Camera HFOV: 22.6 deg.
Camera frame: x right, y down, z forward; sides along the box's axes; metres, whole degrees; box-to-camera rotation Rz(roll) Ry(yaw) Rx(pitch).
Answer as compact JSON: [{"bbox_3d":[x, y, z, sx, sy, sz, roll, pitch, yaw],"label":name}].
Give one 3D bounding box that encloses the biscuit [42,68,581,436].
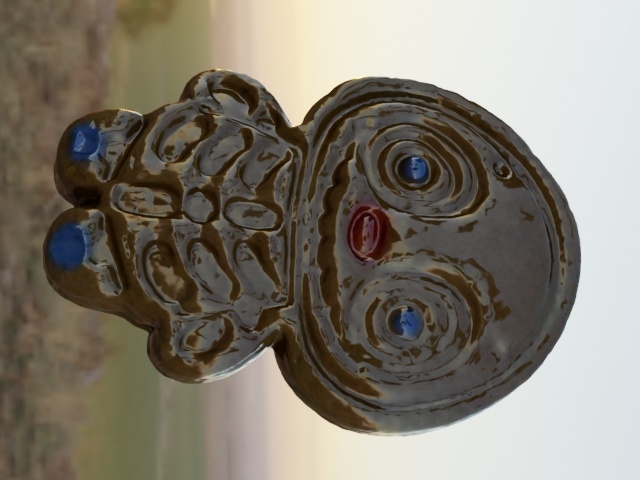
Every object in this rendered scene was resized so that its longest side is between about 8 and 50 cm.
[{"bbox_3d":[0.000,0.000,0.515,0.026,0.175,0.124,118,-23,-65],"label":"biscuit"}]
